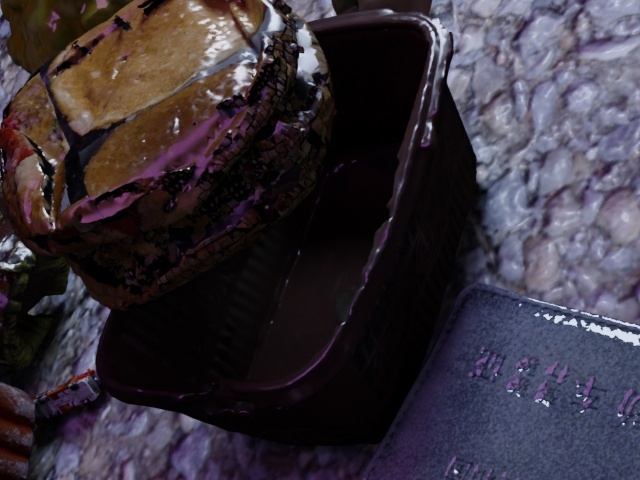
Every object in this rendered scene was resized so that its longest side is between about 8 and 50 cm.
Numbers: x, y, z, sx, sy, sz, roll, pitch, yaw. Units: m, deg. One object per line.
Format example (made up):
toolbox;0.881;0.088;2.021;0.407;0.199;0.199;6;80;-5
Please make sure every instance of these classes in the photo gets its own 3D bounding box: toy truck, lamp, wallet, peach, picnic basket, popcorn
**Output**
toy truck;-0.199;0.122;0.945;0.083;0.024;0.032;-26;14;29
lamp;-0.335;0.024;1.006;0.247;0.247;0.247;-24;44;26
wallet;0.130;0.113;0.642;0.222;0.036;0.167;13;67;47
peach;0.051;-0.193;0.948;0.083;0.083;0.083;-24;44;26
picnic basket;0.000;0.000;0.785;0.222;0.129;0.297;-4;56;39
popcorn;-0.243;-0.264;1.173;0.286;0.173;0.225;58;142;28

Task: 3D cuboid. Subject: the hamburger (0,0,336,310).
hamburger;-0.096;-0.068;0.745;0.231;0.107;0.231;-23;41;22

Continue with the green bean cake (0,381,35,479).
green bean cake;-0.281;0.185;0.929;0.135;0.056;0.136;-22;51;41
